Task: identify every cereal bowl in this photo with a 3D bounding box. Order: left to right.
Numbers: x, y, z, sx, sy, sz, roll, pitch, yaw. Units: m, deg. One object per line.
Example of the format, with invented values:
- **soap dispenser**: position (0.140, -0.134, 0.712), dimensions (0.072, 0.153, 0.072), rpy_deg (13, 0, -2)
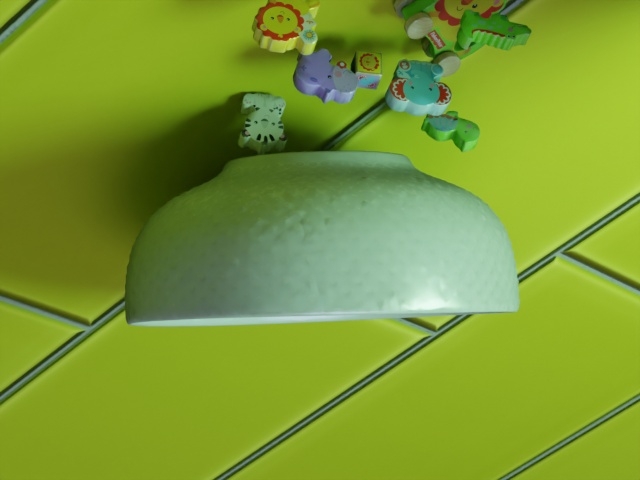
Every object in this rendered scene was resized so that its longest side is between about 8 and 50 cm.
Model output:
- **cereal bowl**: position (0.000, 0.000, 1.642), dimensions (0.339, 0.141, 0.339), rpy_deg (-2, 178, 0)

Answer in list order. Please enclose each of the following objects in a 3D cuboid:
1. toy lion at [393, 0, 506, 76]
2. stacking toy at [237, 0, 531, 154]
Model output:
- **toy lion**: position (0.116, -0.190, 1.569), dimensions (0.096, 0.034, 0.100), rpy_deg (-30, 144, 10)
- **stacking toy**: position (0.044, -0.127, 1.564), dimensions (0.221, 0.052, 0.167), rpy_deg (4, 151, -9)
